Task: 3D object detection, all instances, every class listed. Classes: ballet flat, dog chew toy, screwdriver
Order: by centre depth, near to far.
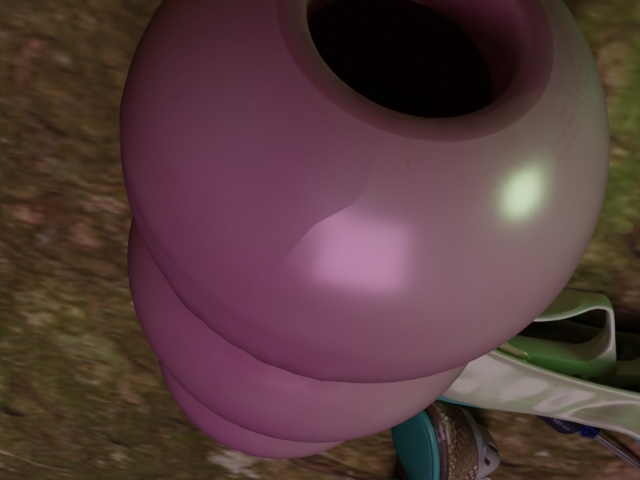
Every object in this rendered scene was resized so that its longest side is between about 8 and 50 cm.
[{"bbox_3d":[0.000,0.000,0.702,0.207,0.206,0.332,12,148,-8],"label":"dog chew toy"},{"bbox_3d":[0.173,0.072,0.861,0.248,0.086,0.086,11,140,-5],"label":"ballet flat"},{"bbox_3d":[0.186,0.127,0.970,0.170,0.024,0.025,29,106,-35],"label":"screwdriver"},{"bbox_3d":[0.080,0.151,0.982,0.067,0.073,0.206,-17,146,-17],"label":"ballet flat"}]
